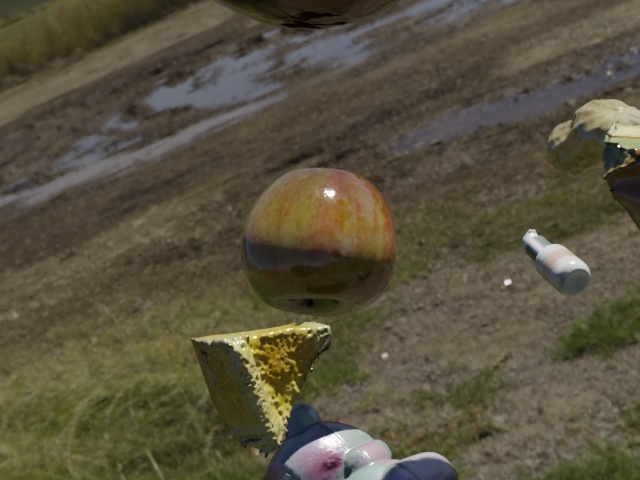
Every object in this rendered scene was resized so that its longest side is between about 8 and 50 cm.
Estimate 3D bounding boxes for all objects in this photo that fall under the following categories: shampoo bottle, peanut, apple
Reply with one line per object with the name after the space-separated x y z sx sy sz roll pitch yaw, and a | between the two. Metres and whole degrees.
0.450 0.040 1.859 0.074 0.074 0.192 -26 28 -6 | shampoo bottle
0.569 -0.209 1.980 0.152 0.152 0.313 -27 -1 -11 | peanut
0.000 0.000 1.550 0.257 0.257 0.233 -6 67 41 | apple

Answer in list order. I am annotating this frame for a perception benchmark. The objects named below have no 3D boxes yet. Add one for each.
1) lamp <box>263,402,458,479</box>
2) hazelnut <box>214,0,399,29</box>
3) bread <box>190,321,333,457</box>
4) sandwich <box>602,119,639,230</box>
0.033 0.394 1.408 0.247 0.247 0.301 -19 20 -39 | lamp
-0.012 -0.187 0.444 0.160 0.170 0.202 -43 41 -15 | hazelnut
-0.060 0.177 1.268 0.160 0.169 0.140 -24 7 -33 | bread
0.332 0.015 0.727 0.228 0.198 0.155 4 18 20 | sandwich
